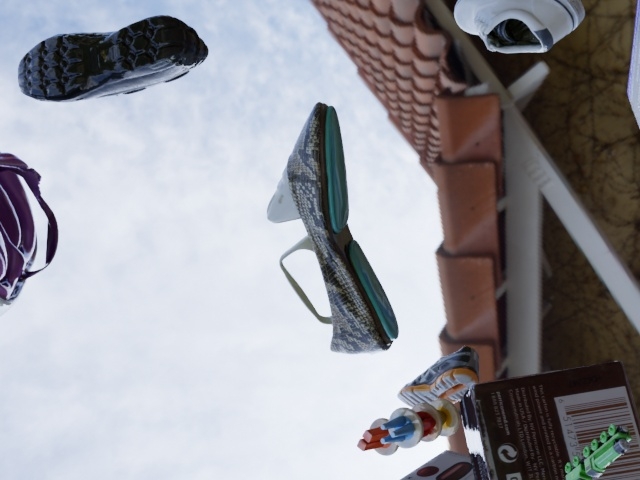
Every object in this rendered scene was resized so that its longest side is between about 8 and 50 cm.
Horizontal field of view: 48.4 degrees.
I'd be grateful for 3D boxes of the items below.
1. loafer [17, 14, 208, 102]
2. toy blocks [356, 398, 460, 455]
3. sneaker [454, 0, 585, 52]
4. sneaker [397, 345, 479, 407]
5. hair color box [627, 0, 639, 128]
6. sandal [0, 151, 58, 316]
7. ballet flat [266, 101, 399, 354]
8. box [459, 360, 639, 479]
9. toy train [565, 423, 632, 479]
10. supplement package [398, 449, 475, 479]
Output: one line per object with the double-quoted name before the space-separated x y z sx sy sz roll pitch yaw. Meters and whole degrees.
"loafer" -0.225 -0.186 0.764 0.078 0.223 0.076 5 -100 -67
"toy blocks" 0.101 0.257 0.957 0.148 0.123 0.054 5 -119 -51
"sneaker" 0.277 -0.339 1.090 0.091 0.258 0.094 -42 -62 -10
"sneaker" 0.221 0.260 1.307 0.084 0.215 0.083 36 -129 -13
"hair color box" 0.430 -0.181 0.543 0.110 0.339 0.185 -84 -16 -45
"sandal" -0.354 -0.032 0.811 0.169 0.102 0.416 63 174 -30
"ballet flat" 0.000 0.000 1.307 0.164 0.182 0.482 -57 -48 -69
"box" 0.265 0.245 0.828 0.203 0.167 0.168 69 -169 -71
"toy train" 0.226 0.179 0.582 0.017 0.083 0.023 18 -136 -5
"supplement package" 0.242 0.471 1.187 0.203 0.194 0.149 -8 -80 -52
